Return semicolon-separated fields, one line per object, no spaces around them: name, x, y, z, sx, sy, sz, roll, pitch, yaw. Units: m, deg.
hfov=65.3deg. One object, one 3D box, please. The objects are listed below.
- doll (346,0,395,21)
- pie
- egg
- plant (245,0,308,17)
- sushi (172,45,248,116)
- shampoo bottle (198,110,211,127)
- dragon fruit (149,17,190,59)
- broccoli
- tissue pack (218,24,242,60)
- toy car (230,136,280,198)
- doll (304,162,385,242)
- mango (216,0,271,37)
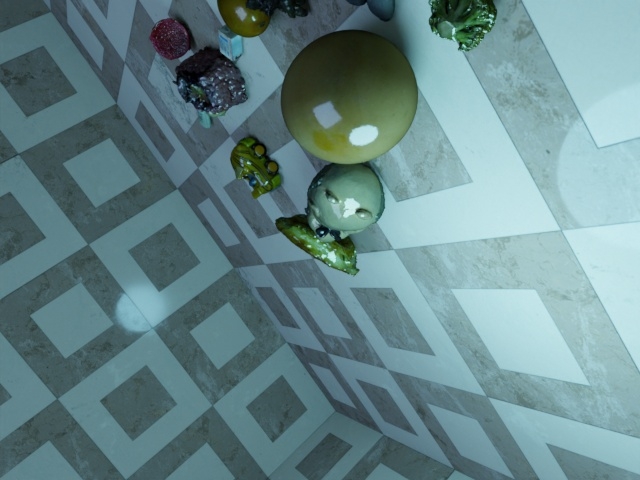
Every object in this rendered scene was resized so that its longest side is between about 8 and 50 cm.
doll;0.097;-0.588;0.976;0.246;0.158;0.340;37;-178;19
pie;0.000;0.000;1.815;0.355;0.102;0.288;31;-166;5
egg;0.057;-0.331;1.176;0.374;0.301;0.301;14;136;57
plant;-0.114;-0.628;1.311;0.174;0.087;0.085;14;135;7
sushi;-0.404;-0.566;1.844;0.270;0.171;0.236;26;146;37
shampoo bottle;-0.515;-0.578;2.188;0.069;0.041;0.190;48;157;21
dragon fruit;-0.568;-0.786;1.928;0.111;0.153;0.153;-102;-10;-59
broccoli;0.256;-0.417;0.919;0.130;0.120;0.131;37;154;-2
tissue pack;-0.298;-0.659;1.657;0.074;0.059;0.094;43;156;16
toy car;-0.282;-0.290;2.048;0.247;0.142;0.200;53;156;-6
doll;0.058;-0.114;1.575;0.247;0.247;0.349;55;166;-7
mango;-0.225;-0.666;1.442;0.221;0.120;0.151;33;148;50
